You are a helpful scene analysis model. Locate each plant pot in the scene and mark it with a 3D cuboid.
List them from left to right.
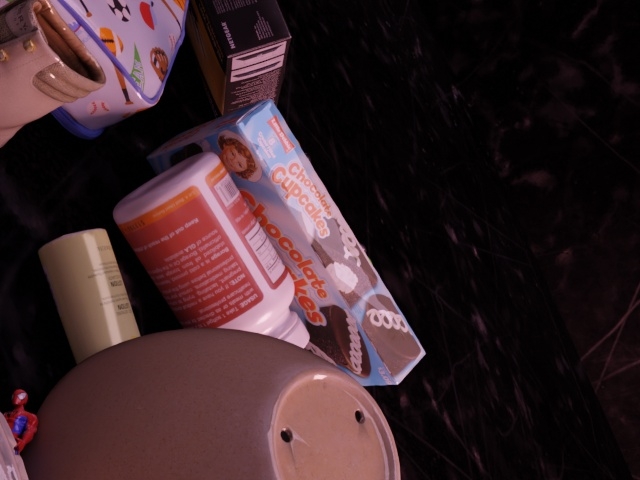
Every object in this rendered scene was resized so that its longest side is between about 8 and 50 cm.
[{"bbox_3d":[-0.053,0.182,0.829,0.284,0.191,0.284,25,51,-36],"label":"plant pot"}]

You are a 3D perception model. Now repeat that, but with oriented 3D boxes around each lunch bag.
[{"bbox_3d":[-0.249,-0.267,1.115,0.243,0.115,0.303,48,26,-33],"label":"lunch bag"}]

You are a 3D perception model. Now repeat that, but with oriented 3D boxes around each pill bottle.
[{"bbox_3d":[-0.103,0.030,1.104,0.216,0.121,0.121,60,21,-13],"label":"pill bottle"}]

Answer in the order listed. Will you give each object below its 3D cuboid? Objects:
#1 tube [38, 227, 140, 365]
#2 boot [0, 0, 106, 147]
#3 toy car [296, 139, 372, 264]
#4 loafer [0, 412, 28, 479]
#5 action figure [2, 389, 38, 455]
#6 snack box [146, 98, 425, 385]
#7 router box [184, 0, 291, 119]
[{"bbox_3d":[-0.172,0.110,0.937,0.070,0.062,0.240,-16,84,-29],"label":"tube"},{"bbox_3d":[-0.278,-0.136,0.806,0.213,0.165,0.077,38,32,-53],"label":"boot"},{"bbox_3d":[0.000,0.000,1.489,0.225,0.053,0.239,45,28,-42],"label":"toy car"},{"bbox_3d":[-0.260,0.111,0.674,0.111,0.112,0.319,-21,82,-33],"label":"loafer"},{"bbox_3d":[-0.225,0.151,0.783,0.115,0.038,0.030,-88,163,-51],"label":"action figure"},{"bbox_3d":[-0.040,0.015,1.186,0.060,0.187,0.322,-42,107,-34],"label":"snack box"},{"bbox_3d":[-0.134,-0.316,1.338,0.243,0.081,0.309,112,-42,-74],"label":"router box"}]
